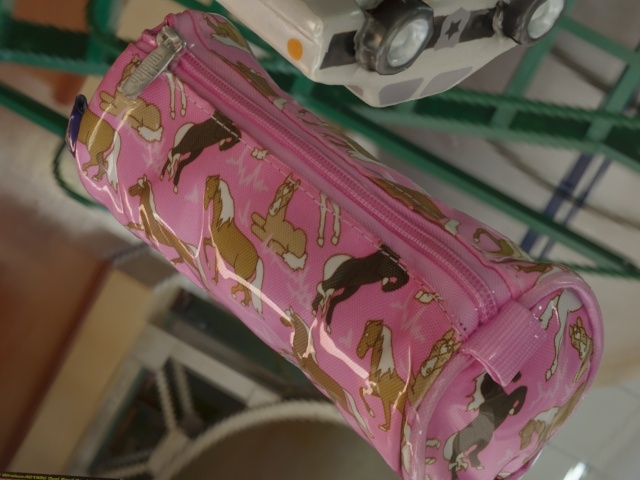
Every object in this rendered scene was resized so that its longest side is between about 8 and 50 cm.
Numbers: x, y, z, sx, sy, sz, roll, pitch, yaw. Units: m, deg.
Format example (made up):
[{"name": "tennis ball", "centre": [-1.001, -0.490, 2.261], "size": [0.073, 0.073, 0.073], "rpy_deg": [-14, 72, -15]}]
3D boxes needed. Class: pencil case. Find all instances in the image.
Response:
[{"name": "pencil case", "centre": [0.000, 0.000, 0.893], "size": [0.167, 0.386, 0.160], "rpy_deg": [15, 110, -51]}]

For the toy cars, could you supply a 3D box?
[{"name": "toy cars", "centre": [0.039, -0.160, 0.743], "size": [0.394, 0.176, 0.087], "rpy_deg": [-79, -172, -55]}]

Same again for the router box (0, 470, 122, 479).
[{"name": "router box", "centre": [-0.208, 0.212, 1.029], "size": [0.092, 0.122, 0.038], "rpy_deg": [-78, 169, -52]}]
